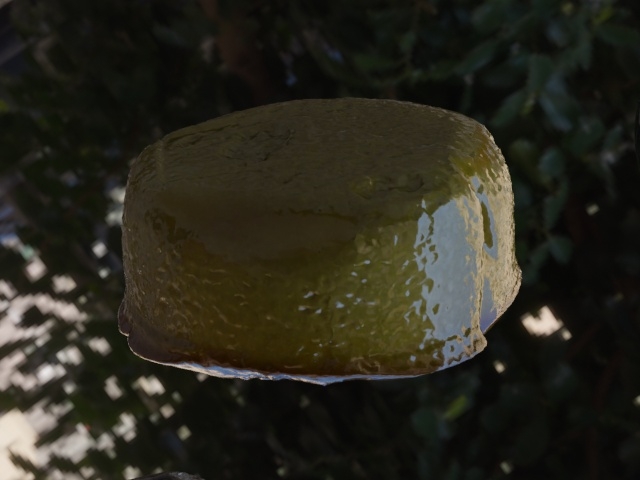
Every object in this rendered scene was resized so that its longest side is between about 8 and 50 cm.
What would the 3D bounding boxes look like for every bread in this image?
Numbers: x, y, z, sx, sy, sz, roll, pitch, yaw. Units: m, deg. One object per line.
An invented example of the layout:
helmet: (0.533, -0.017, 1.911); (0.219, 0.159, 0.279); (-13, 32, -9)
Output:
bread: (0.000, 0.000, 0.951); (0.270, 0.148, 0.270); (-2, -158, 1)

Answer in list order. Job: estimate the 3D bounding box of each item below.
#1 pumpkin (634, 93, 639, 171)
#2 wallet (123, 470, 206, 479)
pumpkin: (0.251, -0.058, 0.599); (0.250, 0.216, 0.250); (-25, 167, -6)
wallet: (-0.122, 0.267, 0.754); (0.335, 0.274, 0.068); (-14, 180, 22)
